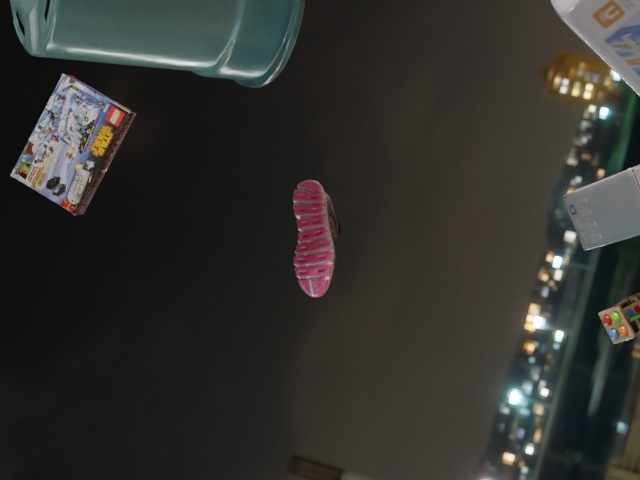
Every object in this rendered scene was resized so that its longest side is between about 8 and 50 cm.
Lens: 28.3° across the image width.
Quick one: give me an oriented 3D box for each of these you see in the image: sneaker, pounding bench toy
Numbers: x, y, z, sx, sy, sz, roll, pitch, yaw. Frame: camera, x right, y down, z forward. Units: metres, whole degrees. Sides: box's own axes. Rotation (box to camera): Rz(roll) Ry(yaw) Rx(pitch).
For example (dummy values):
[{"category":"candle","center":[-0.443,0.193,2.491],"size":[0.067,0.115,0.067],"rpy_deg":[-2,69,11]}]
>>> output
[{"category":"sneaker","center":[0.000,0.000,1.853],"size":[0.075,0.063,0.170],"rpy_deg":[21,-119,-65]},{"category":"pounding bench toy","center":[0.455,0.110,1.841],"size":[0.065,0.052,0.083],"rpy_deg":[-25,-4,-26]}]

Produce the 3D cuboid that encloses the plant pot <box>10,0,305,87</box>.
[{"category":"plant pot","center":[-0.241,-0.379,1.757],"size":[0.341,0.334,0.341],"rpy_deg":[17,110,61]}]

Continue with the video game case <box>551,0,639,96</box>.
[{"category":"video game case","center":[0.379,-0.183,0.947],"size":[0.329,0.300,0.036],"rpy_deg":[32,-150,-40]}]

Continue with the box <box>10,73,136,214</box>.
[{"category":"box","center":[-0.286,-0.111,1.465],"size":[0.137,0.094,0.027],"rpy_deg":[-60,-8,9]}]

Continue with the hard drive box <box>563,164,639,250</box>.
[{"category":"hard drive box","center":[0.468,-0.068,1.741],"size":[0.232,0.181,0.089],"rpy_deg":[146,103,-77]}]
